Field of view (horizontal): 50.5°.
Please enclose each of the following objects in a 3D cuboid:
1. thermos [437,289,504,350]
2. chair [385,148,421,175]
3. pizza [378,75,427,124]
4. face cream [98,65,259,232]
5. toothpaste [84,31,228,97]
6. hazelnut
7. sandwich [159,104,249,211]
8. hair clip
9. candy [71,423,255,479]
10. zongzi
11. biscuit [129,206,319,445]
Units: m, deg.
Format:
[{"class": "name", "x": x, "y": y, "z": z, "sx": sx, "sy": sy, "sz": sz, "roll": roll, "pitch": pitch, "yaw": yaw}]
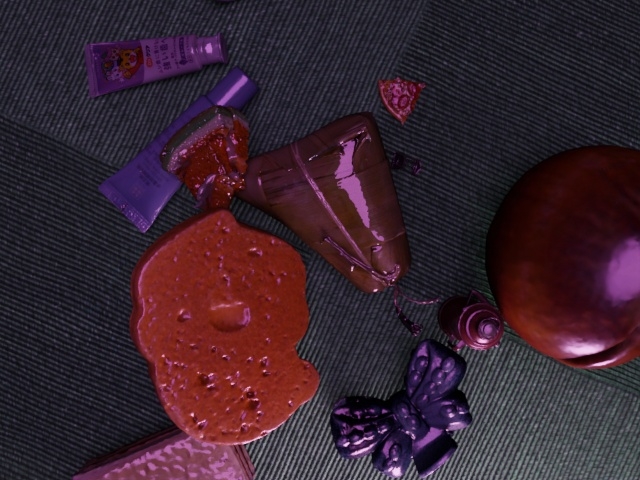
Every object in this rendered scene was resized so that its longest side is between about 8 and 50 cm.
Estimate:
[{"class": "thermos", "x": 0.298, "y": 0.166, "z": 1.341, "sx": 0.124, "sy": 0.232, "sz": 0.099, "roll": -41, "pitch": 92, "yaw": -1}, {"class": "chair", "x": 0.170, "y": -0.166, "z": 1.439, "sx": 0.086, "sy": 0.042, "sz": 0.037, "roll": 17, "pitch": 90, "yaw": -38}, {"class": "pizza", "x": 0.162, "y": -0.312, "z": 1.440, "sx": 0.099, "sy": 0.029, "sz": 0.100, "roll": 31, "pitch": 88, "yaw": -1}, {"class": "face cream", "x": -0.281, "y": -0.198, "z": 1.398, "sx": 0.135, "sy": 0.086, "sz": 0.385, "roll": 45, "pitch": 93, "yaw": 2}, {"class": "toothpaste", "x": -0.344, "y": -0.375, "z": 1.407, "sx": 0.299, "sy": 0.073, "sz": 0.114, "roll": -8, "pitch": 90, "yaw": 6}, {"class": "hazelnut", "x": 0.513, "y": 0.016, "z": 1.287, "sx": 0.402, "sy": 0.402, "sz": 0.429, "roll": 41, "pitch": 88, "yaw": -1}, {"class": "sandwich", "x": -0.204, "y": -0.157, "z": 1.308, "sx": 0.185, "sy": 0.109, "sz": 0.160, "roll": -47, "pitch": 61, "yaw": 14}, {"class": "hair clip", "x": 0.179, "y": 0.351, "z": 1.369, "sx": 0.310, "sy": 0.194, "sz": 0.206, "roll": -36, "pitch": 81, "yaw": 2}, {"class": "candy", "x": -0.309, "y": 0.477, "z": 1.366, "sx": 0.321, "sy": 0.135, "sz": 0.179, "roll": -22, "pitch": 92, "yaw": -2}, {"class": "zongzi", "x": 0.000, "y": 0.000, "z": 1.380, "sx": 0.418, "sy": 0.181, "sz": 0.447, "roll": -16, "pitch": 96, "yaw": 14}, {"class": "biscuit", "x": -0.182, "y": 0.164, "z": 1.294, "sx": 0.350, "sy": 0.078, "sz": 0.455, "roll": -9, "pitch": 95, "yaw": -30}]
